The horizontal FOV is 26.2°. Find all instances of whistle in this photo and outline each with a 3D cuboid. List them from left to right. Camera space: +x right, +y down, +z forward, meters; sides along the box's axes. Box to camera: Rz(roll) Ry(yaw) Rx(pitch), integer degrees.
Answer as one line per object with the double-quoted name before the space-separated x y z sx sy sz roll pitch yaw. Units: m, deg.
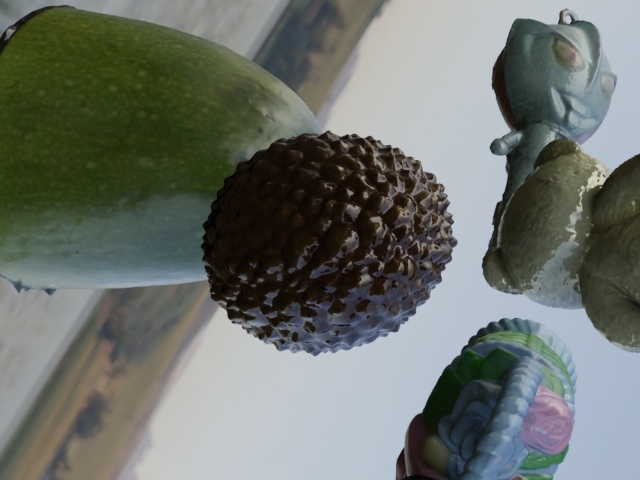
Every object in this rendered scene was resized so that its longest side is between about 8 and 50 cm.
"whistle" 0.247 -0.120 1.531 0.134 0.142 0.346 -1 -121 34

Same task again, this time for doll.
"doll" 0.301 0.012 1.302 0.278 0.149 0.175 20 -103 48

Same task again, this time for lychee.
"lychee" 0.000 0.000 1.126 0.238 0.200 0.200 7 -118 56

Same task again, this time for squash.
"squash" -0.150 -0.076 1.392 0.310 0.309 0.310 7 90 -68

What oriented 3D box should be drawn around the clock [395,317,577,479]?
"clock" 0.085 0.151 0.840 0.194 0.100 0.195 -67 171 21
